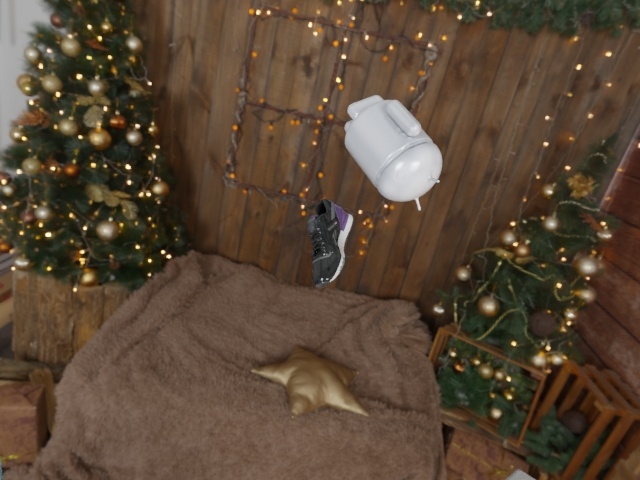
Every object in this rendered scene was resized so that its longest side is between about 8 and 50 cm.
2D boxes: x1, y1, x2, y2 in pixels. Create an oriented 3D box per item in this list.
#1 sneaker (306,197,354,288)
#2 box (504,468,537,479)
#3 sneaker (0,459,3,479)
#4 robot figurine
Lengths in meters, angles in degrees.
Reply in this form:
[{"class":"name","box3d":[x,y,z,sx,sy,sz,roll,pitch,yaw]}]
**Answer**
[{"class":"sneaker","box3d":[0.000,0.000,1.175,0.124,0.107,0.283,41,41,-25]},{"class":"box","box3d":[0.191,0.447,0.426,0.346,0.168,0.215,-22,17,-24]},{"class":"sneaker","box3d":[-0.405,0.308,0.422,0.088,0.228,0.092,8,-16,35]},{"class":"robot figurine","box3d":[0.206,-0.255,1.208,0.200,0.300,0.353,-26,67,-14]}]
